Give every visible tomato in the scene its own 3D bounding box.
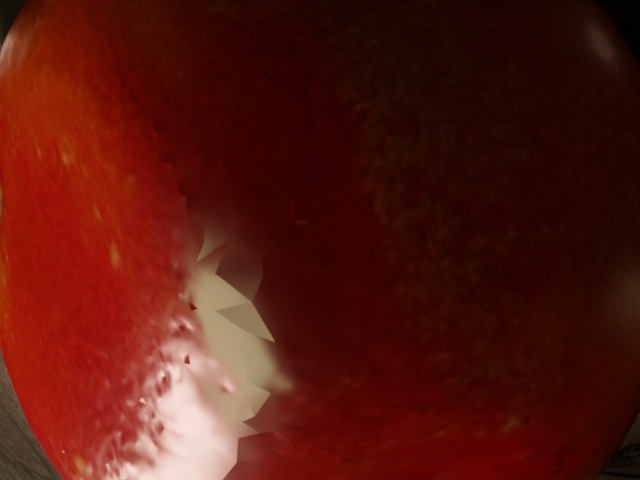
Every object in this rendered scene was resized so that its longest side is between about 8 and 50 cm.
[{"bbox_3d":[0.000,0.000,0.718,0.325,0.293,0.289,-59,38,42],"label":"tomato"}]

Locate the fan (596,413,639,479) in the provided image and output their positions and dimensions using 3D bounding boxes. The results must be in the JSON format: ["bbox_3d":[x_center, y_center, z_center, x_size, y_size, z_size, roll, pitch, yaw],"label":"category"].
[{"bbox_3d":[0.197,0.116,0.733,0.415,0.233,0.012,-8,100,60],"label":"fan"}]

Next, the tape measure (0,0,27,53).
[{"bbox_3d":[-0.219,-0.207,0.809,0.259,0.138,0.262,-103,2,-57],"label":"tape measure"}]
